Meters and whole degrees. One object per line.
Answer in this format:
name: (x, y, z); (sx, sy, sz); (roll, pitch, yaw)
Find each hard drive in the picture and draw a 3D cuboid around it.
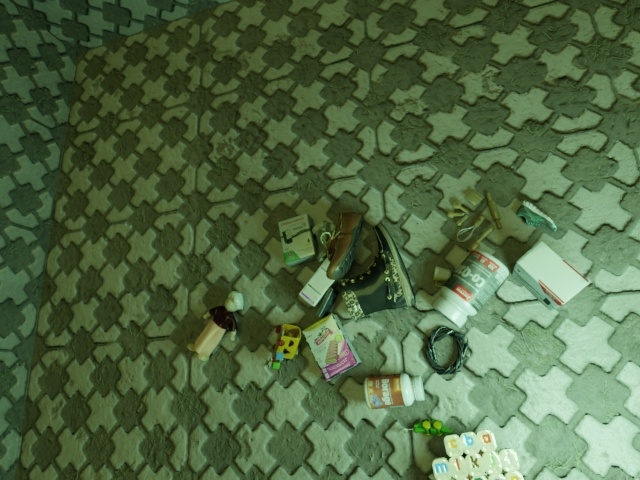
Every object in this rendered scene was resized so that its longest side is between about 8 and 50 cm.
hard drive: (0.031, 0.272, 1.794); (0.022, 0.094, 0.135); (24, 83, 23)

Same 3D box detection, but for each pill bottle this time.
pill bottle: (0.570, 0.185, 1.599); (0.161, 0.161, 0.283); (39, 89, 24)
pill bottle: (0.284, 0.578, 1.604); (0.216, 0.121, 0.121); (-12, 71, 15)

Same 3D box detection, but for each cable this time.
cable: (0.483, 0.431, 1.620); (0.151, 0.047, 0.184); (22, 83, 23)

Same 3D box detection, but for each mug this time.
mug: (0.498, 0.144, 1.702); (0.064, 0.078, 0.062); (8, 45, 12)

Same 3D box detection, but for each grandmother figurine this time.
grandmother figurine: (-0.467, 0.389, 1.931); (0.208, 0.104, 0.342); (33, 90, 15)

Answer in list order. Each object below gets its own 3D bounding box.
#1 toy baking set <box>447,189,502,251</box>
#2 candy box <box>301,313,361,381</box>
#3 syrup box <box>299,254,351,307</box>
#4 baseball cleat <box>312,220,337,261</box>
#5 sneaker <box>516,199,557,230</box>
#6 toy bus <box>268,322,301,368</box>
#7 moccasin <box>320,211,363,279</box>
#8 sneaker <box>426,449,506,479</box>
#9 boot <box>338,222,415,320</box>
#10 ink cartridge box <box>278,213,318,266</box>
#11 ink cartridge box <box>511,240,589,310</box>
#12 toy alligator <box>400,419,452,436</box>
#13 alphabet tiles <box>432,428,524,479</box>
toy baking set: (0.645, -0.083, 1.729); (0.197, 0.030, 0.256); (-21, 68, 15)
candy box: (0.045, 0.448, 1.751); (0.159, 0.071, 0.233); (-33, 66, 8)
syrup box: (0.021, 0.177, 1.826); (0.096, 0.093, 0.236); (38, 89, 23)
baseball cleat: (0.000, 0.000, 1.870); (0.110, 0.072, 0.205); (25, 55, -1)
sneaker: (0.852, -0.083, 1.647); (0.166, 0.065, 0.076); (46, 109, 27)
toy bus: (-0.147, 0.461, 1.791); (0.105, 0.202, 0.190); (13, 71, -10)
moccasin: (0.078, 0.010, 1.751); (0.147, 0.139, 0.380); (11, 50, 9)
sneaker: (0.517, 0.808, 1.476); (0.270, 0.090, 0.144); (0, 74, 15)
boot: (0.212, 0.136, 1.757); (0.284, 0.138, 0.377); (-22, 74, 12)
ink cartridge box: (-0.100, -0.003, 1.924); (0.153, 0.087, 0.208); (-17, 69, 13)
ink cartridge box: (0.802, 0.133, 1.478); (0.114, 0.273, 0.197); (-43, 66, 7)
toy alligator: (0.396, 0.702, 1.571); (0.190, 0.056, 0.051); (-7, 30, 18)
alphabet tiles: (0.534, 0.801, 1.415); (0.284, 0.021, 0.277); (-14, 74, 9)
